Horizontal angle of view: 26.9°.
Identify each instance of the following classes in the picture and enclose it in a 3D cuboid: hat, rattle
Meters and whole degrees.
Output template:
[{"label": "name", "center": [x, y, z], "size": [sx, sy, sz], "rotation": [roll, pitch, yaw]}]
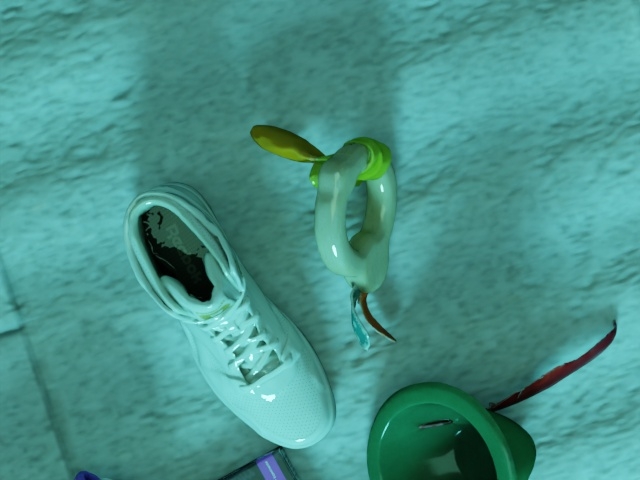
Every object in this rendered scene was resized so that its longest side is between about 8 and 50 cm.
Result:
[{"label": "hat", "center": [0.178, 0.199, 1.287], "size": [0.208, 0.183, 0.173], "rotation": [-22, 83, 45]}, {"label": "rattle", "center": [0.000, 0.000, 1.267], "size": [0.142, 0.130, 0.200], "rotation": [2, 120, 14]}]

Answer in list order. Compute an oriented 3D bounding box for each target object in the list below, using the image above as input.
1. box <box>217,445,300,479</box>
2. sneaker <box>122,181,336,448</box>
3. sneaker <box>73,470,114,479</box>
[{"label": "box", "center": [-0.081, 0.289, 1.303], "size": [0.162, 0.029, 0.116], "rotation": [-29, 90, 3]}, {"label": "sneaker", "center": [-0.089, 0.079, 1.225], "size": [0.108, 0.169, 0.292], "rotation": [-35, 92, 2]}, {"label": "sneaker", "center": [-0.270, 0.290, 1.273], "size": [0.282, 0.102, 0.161], "rotation": [5, 99, 0]}]
